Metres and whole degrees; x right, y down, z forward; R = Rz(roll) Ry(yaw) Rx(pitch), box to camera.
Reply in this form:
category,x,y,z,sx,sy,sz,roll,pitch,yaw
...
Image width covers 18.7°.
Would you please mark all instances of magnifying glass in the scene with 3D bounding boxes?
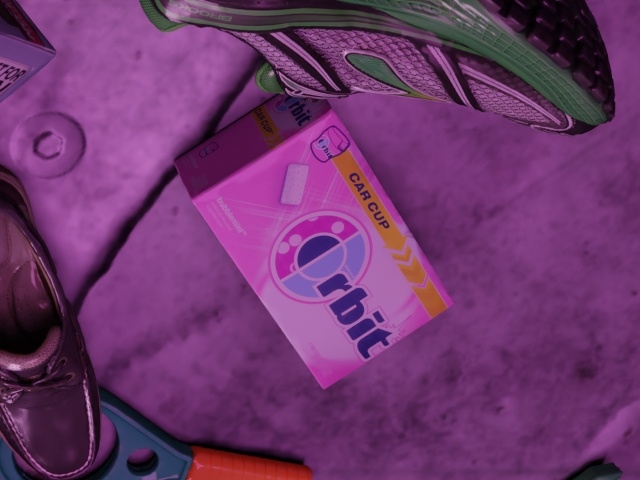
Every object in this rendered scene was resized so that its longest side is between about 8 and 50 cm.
category,x,y,z,sx,sy,sz,roll,pitch,yaw
magnifying glass,-0.116,0.153,1.351,0.231,0.026,0.092,12,113,-23

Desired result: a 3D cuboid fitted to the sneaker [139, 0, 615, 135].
category,x,y,z,sx,sy,sz,roll,pitch,yaw
sneaker,0.041,-0.145,1.199,0.343,0.134,0.146,22,131,-28

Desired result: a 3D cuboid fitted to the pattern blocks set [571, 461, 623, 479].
category,x,y,z,sx,sy,sz,roll,pitch,yaw
pattern blocks set,0.234,0.313,1.541,0.285,0.026,0.325,-28,122,-1

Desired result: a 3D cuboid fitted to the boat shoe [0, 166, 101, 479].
category,x,y,z,sx,sy,sz,roll,pitch,yaw
boat shoe,-0.192,0.064,1.238,0.080,0.073,0.224,-16,112,-7

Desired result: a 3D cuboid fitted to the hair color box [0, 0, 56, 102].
category,x,y,z,sx,sy,sz,roll,pitch,yaw
hair color box,-0.352,-0.061,1.060,0.374,0.113,0.185,-38,83,7

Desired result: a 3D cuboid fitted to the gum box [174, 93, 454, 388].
category,x,y,z,sx,sy,sz,roll,pitch,yaw
gum box,0.000,0.000,1.281,0.107,0.062,0.188,-32,121,2
